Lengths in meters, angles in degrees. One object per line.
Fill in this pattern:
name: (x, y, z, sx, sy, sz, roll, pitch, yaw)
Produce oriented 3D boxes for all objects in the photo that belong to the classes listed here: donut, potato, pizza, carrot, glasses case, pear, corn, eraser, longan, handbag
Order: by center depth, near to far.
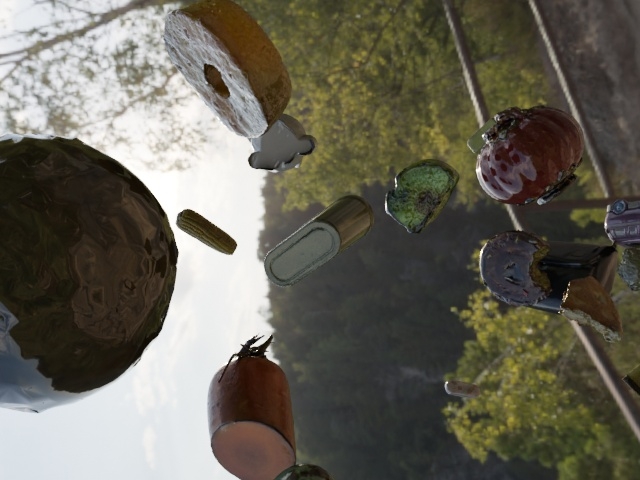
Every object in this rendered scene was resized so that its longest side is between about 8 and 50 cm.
longan: (-0.398, 0.041, 0.860, 0.391, 0.392, 0.390, -4, -90, -87)
donut: (-0.170, -0.334, 1.160, 0.303, 0.110, 0.303, 42, 163, 16)
glasses case: (0.322, 0.337, 1.358, 0.021, 0.084, 0.032, 119, 161, -53)
pizza: (0.613, 0.159, 1.379, 0.182, 0.162, 0.062, -106, 31, -44)
carrot: (-0.170, 0.375, 1.398, 0.214, 0.193, 0.331, 33, -151, -28)
potato: (0.791, 0.330, 1.434, 0.096, 0.103, 0.066, 35, -170, -42)
donut: (0.583, 0.078, 1.770, 0.096, 0.216, 0.230, -22, -87, -44)
handbag: (0.743, 0.090, 1.870, 0.178, 0.302, 0.274, 33, -105, -41)
eraser: (0.564, -0.317, 1.927, 0.172, 0.117, 0.058, 12, -140, -46)
pear: (0.348, -0.177, 1.953, 0.255, 0.164, 0.238, -33, -26, -56)
corn: (-0.369, -0.026, 1.965, 0.231, 0.080, 0.080, 34, -147, -26)

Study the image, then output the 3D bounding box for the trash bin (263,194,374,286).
trash bin: (0.000, 0.000, 1.501, 0.121, 0.243, 0.247, 54, -154, -1)

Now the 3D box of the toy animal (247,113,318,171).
toy animal: (-0.130, -0.335, 2.042, 0.357, 0.258, 0.193, -66, -4, -77)

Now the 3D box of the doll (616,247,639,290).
doll: (0.951, 0.051, 1.594, 0.202, 0.286, 0.091, 50, -158, -7)

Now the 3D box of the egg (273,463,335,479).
egg: (-0.034, 0.553, 1.162, 0.169, 0.169, 0.230, 66, -151, -83)

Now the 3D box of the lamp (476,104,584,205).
lamp: (0.426, -0.178, 1.238, 0.227, 0.227, 0.226, -4, -90, -87)

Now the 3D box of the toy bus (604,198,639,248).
toy bus: (0.984, -0.052, 1.830, 0.203, 0.142, 0.142, -10, 71, 64)
